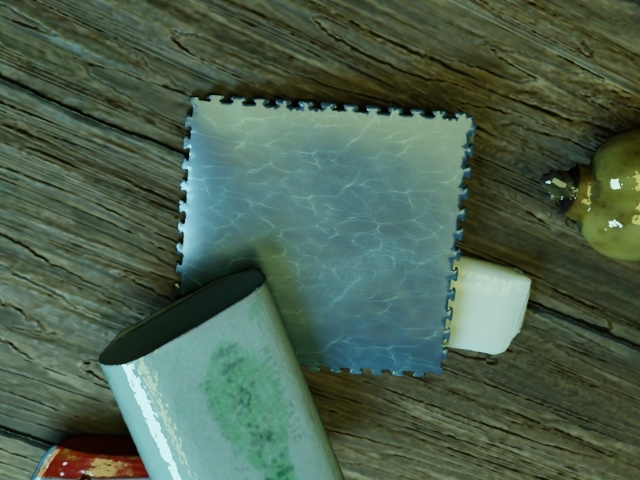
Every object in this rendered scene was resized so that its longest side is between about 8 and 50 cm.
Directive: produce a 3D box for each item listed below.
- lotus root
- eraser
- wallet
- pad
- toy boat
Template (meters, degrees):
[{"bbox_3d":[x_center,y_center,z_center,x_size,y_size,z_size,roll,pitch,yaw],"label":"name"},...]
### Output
[{"bbox_3d":[0.307,-0.044,1.551,0.221,0.118,0.125,-4,79,-12],"label":"lotus root"},{"bbox_3d":[-0.085,0.164,1.496,0.174,0.081,0.227,-29,111,-21],"label":"eraser"},{"bbox_3d":[0.112,0.056,1.578,0.190,0.033,0.095,13,108,-20],"label":"wallet"},{"bbox_3d":[0.000,0.000,1.512,0.269,0.012,0.269,2,110,-6],"label":"pad"},{"bbox_3d":[-0.188,0.219,1.534,0.173,0.069,0.059,4,103,-25],"label":"toy boat"}]
